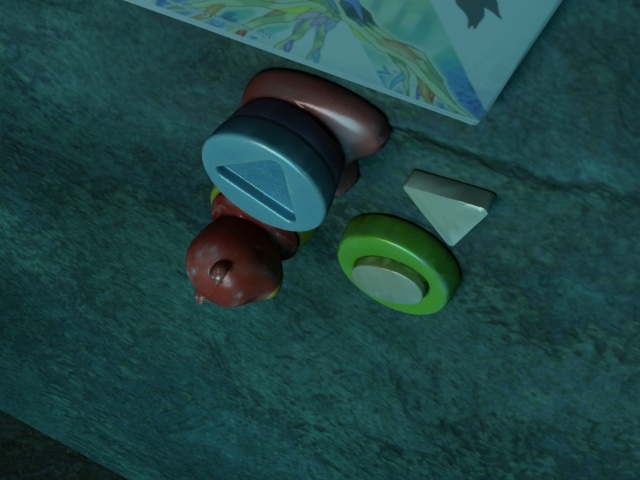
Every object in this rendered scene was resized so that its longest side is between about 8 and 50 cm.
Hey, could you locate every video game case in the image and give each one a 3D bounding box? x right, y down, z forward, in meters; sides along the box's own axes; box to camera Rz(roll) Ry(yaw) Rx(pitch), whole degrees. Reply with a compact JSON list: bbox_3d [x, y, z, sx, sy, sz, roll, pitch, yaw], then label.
[{"bbox_3d":[0.015,-0.221,0.975,0.329,0.036,0.300,19,152,-5],"label":"video game case"}]

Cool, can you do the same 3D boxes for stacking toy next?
[{"bbox_3d":[0.000,0.000,1.305,0.280,0.130,0.309,29,151,5],"label":"stacking toy"}]
